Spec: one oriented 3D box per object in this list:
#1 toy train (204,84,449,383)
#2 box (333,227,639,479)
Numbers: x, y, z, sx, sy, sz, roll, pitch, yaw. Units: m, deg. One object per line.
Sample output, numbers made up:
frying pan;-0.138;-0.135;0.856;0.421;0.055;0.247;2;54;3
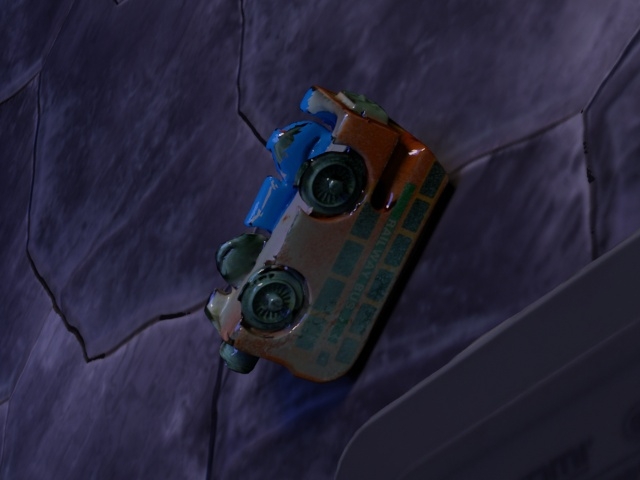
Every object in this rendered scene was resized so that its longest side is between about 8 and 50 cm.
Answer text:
toy train;0.000;0.000;0.914;0.188;0.099;0.072;-64;31;12
box;0.146;0.179;0.620;0.367;0.090;0.373;-40;45;37
